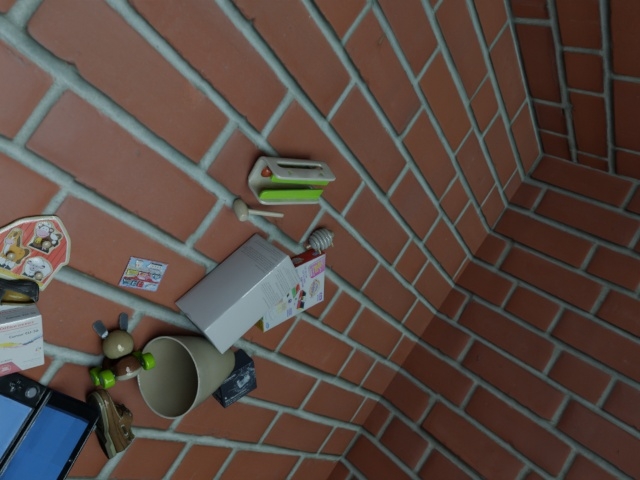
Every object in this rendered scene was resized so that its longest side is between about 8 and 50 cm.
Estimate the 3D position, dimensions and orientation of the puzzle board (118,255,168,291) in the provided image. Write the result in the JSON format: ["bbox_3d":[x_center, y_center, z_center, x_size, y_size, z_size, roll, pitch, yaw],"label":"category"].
[{"bbox_3d":[-0.530,0.103,1.457,0.128,0.011,0.096,20,99,-51],"label":"puzzle board"}]

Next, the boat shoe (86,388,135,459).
[{"bbox_3d":[-0.664,0.566,1.547,0.104,0.110,0.307,-26,141,-39],"label":"boat shoe"}]

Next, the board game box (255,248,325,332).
[{"bbox_3d":[-0.119,0.190,1.906,0.316,0.064,0.242,-23,129,-36],"label":"board game box"}]

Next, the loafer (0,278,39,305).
[{"bbox_3d":[-0.772,0.128,1.164,0.170,0.061,0.062,1,120,-35],"label":"loafer"}]

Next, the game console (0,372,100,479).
[{"bbox_3d":[-0.779,0.522,1.256,0.250,0.173,0.293,59,43,-47],"label":"game console"}]

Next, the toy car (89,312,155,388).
[{"bbox_3d":[-0.611,0.320,1.451,0.155,0.149,0.188,-19,98,-43],"label":"toy car"}]

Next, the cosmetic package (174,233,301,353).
[{"bbox_3d":[-0.272,0.170,1.628,0.365,0.197,0.155,-42,139,-17],"label":"cosmetic package"}]

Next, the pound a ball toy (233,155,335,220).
[{"bbox_3d":[-0.136,-0.183,1.626,0.319,0.136,0.208,-6,143,-45],"label":"pound a ball toy"}]

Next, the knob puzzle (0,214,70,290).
[{"bbox_3d":[-0.710,0.022,1.200,0.213,0.030,0.213,-25,130,-34],"label":"knob puzzle"}]

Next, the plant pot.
[{"bbox_3d":[-0.418,0.429,1.627,0.274,0.256,0.256,2,113,-64],"label":"plant pot"}]

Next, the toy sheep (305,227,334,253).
[{"bbox_3d":[0.000,0.000,1.896,0.132,0.091,0.091,-32,134,-22],"label":"toy sheep"}]

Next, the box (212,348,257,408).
[{"bbox_3d":[-0.339,0.533,1.870,0.156,0.093,0.158,-26,130,-34],"label":"box"}]

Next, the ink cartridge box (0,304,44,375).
[{"bbox_3d":[-0.779,0.237,1.232,0.115,0.067,0.198,-12,122,-42],"label":"ink cartridge box"}]
